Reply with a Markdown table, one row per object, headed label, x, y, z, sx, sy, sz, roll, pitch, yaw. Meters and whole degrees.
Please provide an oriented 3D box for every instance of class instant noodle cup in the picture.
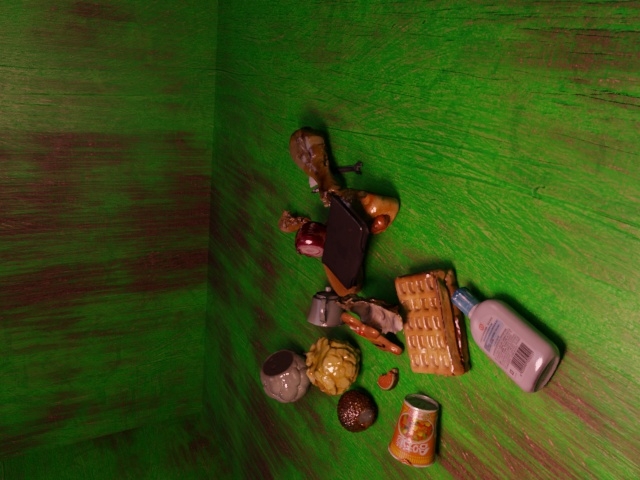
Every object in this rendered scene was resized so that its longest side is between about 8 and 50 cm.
| label | x | y | z | sx | sy | sz | roll | pitch | yaw |
| --- | --- | --- | --- | --- | --- | --- | --- | --- | --- |
| instant noodle cup | 0.317 | 0.618 | 1.717 | 0.168 | 0.168 | 0.185 | 22 | 106 | 57 |

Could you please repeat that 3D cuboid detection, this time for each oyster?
| label | x | y | z | sx | sy | sz | roll | pitch | yaw |
| --- | --- | --- | --- | --- | --- | --- | --- | --- | --- |
| oyster | 0.154 | 0.230 | 1.816 | 0.111 | 0.204 | 0.396 | -60 | 10 | -11 |

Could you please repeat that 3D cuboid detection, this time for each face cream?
| label | x | y | z | sx | sy | sz | roll | pitch | yaw |
| --- | --- | --- | --- | --- | --- | --- | --- | --- | --- |
| face cream | 0.487 | 0.248 | 1.420 | 0.337 | 0.080 | 0.163 | 48 | 135 | 46 |

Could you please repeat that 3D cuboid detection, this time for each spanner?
| label | x | y | z | sx | sy | sz | roll | pitch | yaw |
| --- | --- | --- | --- | --- | --- | --- | --- | --- | --- |
| spanner | 0.094 | -0.283 | 2.082 | 0.254 | 0.015 | 0.054 | 7 | 100 | 60 |

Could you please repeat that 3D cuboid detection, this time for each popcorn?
| label | x | y | z | sx | sy | sz | roll | pitch | yaw |
| --- | --- | --- | --- | --- | --- | --- | --- | --- | --- |
| popcorn | 0.041 | 0.496 | 2.080 | 0.249 | 0.225 | 0.249 | -57 | 13 | 21 |

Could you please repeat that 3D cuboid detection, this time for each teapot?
| label | x | y | z | sx | sy | sz | roll | pitch | yaw |
| --- | --- | --- | --- | --- | --- | --- | --- | --- | --- |
| teapot | 0.028 | 0.264 | 2.133 | 0.239 | 0.162 | 0.149 | -26 | -59 | -76 |

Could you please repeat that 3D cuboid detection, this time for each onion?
| label | x | y | z | sx | sy | sz | roll | pitch | yaw |
| --- | --- | --- | --- | --- | --- | --- | --- | --- | --- |
| onion | -0.001 | -0.015 | 2.069 | 0.198 | 0.173 | 0.136 | -10 | 69 | 17 |

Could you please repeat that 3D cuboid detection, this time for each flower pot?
| label | x | y | z | sx | sy | sz | roll | pitch | yaw |
| --- | --- | --- | --- | --- | --- | --- | --- | --- | --- |
| flower pot | -0.160 | 0.641 | 2.455 | 0.246 | 0.246 | 0.195 | 30 | 152 | 55 |

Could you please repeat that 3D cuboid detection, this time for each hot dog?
| label | x | y | z | sx | sy | sz | roll | pitch | yaw |
| --- | --- | --- | --- | --- | --- | --- | --- | --- | --- |
| hot dog | 0.164 | -0.100 | 1.872 | 0.256 | 0.150 | 0.153 | 22 | 103 | 57 |

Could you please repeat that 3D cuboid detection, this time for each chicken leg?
| label | x | y | z | sx | sy | sz | roll | pitch | yaw |
| --- | --- | --- | --- | --- | --- | --- | --- | --- | --- |
| chicken leg | -0.016 | -0.308 | 2.134 | 0.430 | 0.152 | 0.201 | 65 | 150 | 30 |
| chicken leg | -0.121 | -0.093 | 2.431 | 0.207 | 0.085 | 0.101 | -9 | 75 | 52 |

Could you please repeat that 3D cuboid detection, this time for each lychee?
| label | x | y | z | sx | sy | sz | roll | pitch | yaw |
| --- | --- | --- | --- | --- | --- | --- | --- | --- | --- |
| lychee | 0.136 | 0.664 | 2.033 | 0.171 | 0.171 | 0.171 | 15 | 108 | 58 |

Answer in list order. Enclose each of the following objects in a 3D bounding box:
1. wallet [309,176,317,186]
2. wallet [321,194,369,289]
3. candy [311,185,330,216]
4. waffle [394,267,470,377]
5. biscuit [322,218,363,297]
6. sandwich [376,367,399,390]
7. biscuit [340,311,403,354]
| label | x | y | z | sx | sy | sz | roll | pitch | yaw |
| --- | --- | --- | --- | --- | --- | --- | --- | --- | --- |
| wallet | -0.013 | -0.271 | 2.251 | 0.122 | 0.025 | 0.061 | -15 | 70 | 60 |
| wallet | 0.085 | 0.016 | 1.876 | 0.197 | 0.051 | 0.378 | 46 | 150 | 29 |
| candy | 0.031 | -0.171 | 2.147 | 0.226 | 0.093 | 0.051 | -120 | 19 | -45 |
| waffle | 0.352 | 0.258 | 1.647 | 0.224 | 0.098 | 0.328 | -18 | 80 | 61 |
| biscuit | 0.095 | 0.051 | 2.093 | 0.287 | 0.057 | 0.344 | -55 | 48 | 48 |
| sandwich | 0.252 | 0.520 | 1.924 | 0.135 | 0.029 | 0.067 | -51 | 46 | 52 |
| biscuit | 0.169 | 0.336 | 1.858 | 0.036 | 0.250 | 0.165 | -58 | 19 | -17 |
